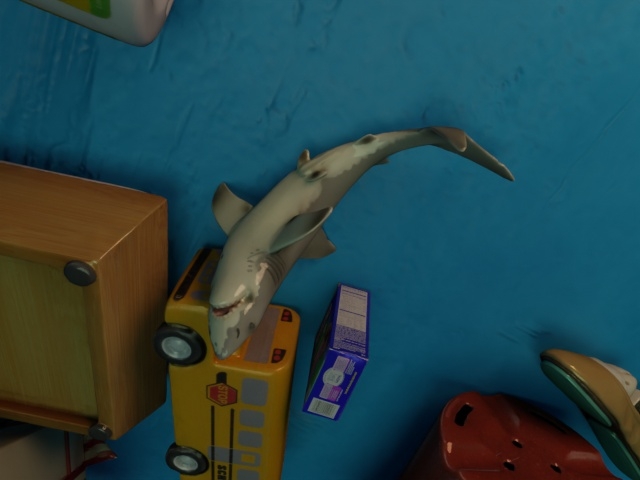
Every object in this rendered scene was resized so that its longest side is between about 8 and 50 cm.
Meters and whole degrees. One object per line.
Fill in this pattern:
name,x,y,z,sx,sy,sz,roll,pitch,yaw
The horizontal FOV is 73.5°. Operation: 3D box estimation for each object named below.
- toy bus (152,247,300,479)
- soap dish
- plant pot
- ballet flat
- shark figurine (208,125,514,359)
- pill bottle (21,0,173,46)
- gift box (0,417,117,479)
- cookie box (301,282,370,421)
toy bus,-0.100,0.177,0.495,0.131,0.108,0.332,8,119,2
soap dish,-0.281,0.071,0.443,0.229,0.118,0.290,12,121,0
plant pot,0.183,0.338,0.479,0.273,0.272,0.264,15,111,-2
ballet flat,0.324,0.180,0.481,0.073,0.080,0.232,-43,111,-4
shark figurine,0.012,-0.024,0.397,0.278,0.166,0.116,-37,136,5
pill bottle,-0.207,-0.226,0.243,0.246,0.136,0.136,18,120,-17
gift box,-0.410,0.356,0.506,0.277,0.258,0.254,-3,82,-7
cookie box,0.018,0.112,0.446,0.040,0.107,0.091,19,118,-2
